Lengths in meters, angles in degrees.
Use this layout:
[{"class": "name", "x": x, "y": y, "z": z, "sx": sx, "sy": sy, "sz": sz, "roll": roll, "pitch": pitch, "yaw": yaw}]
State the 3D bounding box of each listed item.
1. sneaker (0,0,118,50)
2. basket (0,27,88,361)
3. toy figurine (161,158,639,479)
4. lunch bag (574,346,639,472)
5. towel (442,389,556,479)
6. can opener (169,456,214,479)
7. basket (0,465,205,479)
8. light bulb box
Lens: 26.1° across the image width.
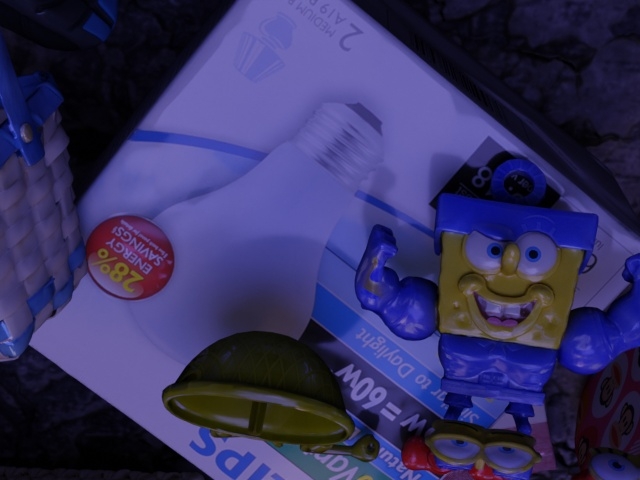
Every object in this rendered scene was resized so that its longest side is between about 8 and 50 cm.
[{"class": "sneaker", "x": -0.318, "y": -0.246, "z": 1.079, "sx": 0.340, "sy": 0.125, "sz": 0.139, "roll": 32, "pitch": 136, "yaw": -16}, {"class": "basket", "x": -0.299, "y": -0.059, "z": 0.908, "sx": 0.254, "sy": 0.201, "sz": 0.289, "roll": -6, "pitch": 122, "yaw": 21}, {"class": "toy figurine", "x": 0.095, "y": 0.050, "z": 0.946, "sx": 0.362, "sy": 0.191, "sz": 0.217, "roll": 9, "pitch": 79, "yaw": 8}, {"class": "lunch bag", "x": 0.317, "y": 0.131, "z": 1.163, "sx": 0.120, "sy": 0.293, "sz": 0.258, "roll": 18, "pitch": 115, "yaw": -5}, {"class": "towel", "x": 0.079, "y": 0.091, "z": 1.280, "sx": 0.237, "sy": 0.037, "sz": 0.329, "roll": -10, "pitch": 114, "yaw": 6}, {"class": "can opener", "x": -0.202, "y": 0.327, "z": 1.364, "sx": 0.095, "sy": 0.076, "sz": 0.283, "roll": 25, "pitch": 112, "yaw": -14}, {"class": "basket", "x": -0.240, "y": 0.390, "z": 1.192, "sx": 0.266, "sy": 0.328, "sz": 0.331, "roll": -6, "pitch": 101, "yaw": 14}, {"class": "light bulb box", "x": 0.000, "y": 0.000, "z": 1.098, "sx": 0.358, "sy": 0.225, "sz": 0.361, "roll": 37, "pitch": 106, "yaw": -9}]
